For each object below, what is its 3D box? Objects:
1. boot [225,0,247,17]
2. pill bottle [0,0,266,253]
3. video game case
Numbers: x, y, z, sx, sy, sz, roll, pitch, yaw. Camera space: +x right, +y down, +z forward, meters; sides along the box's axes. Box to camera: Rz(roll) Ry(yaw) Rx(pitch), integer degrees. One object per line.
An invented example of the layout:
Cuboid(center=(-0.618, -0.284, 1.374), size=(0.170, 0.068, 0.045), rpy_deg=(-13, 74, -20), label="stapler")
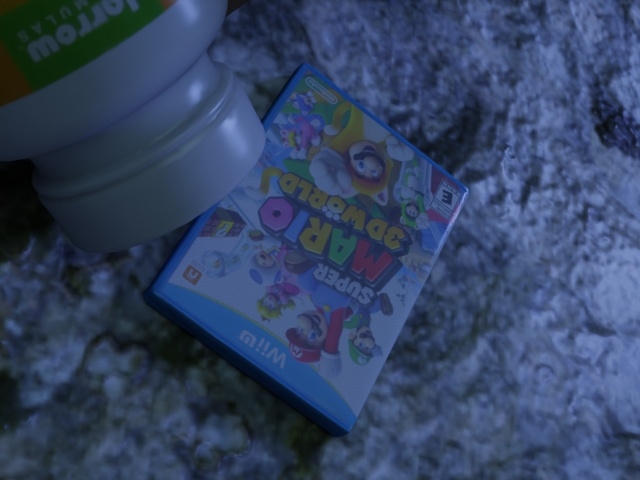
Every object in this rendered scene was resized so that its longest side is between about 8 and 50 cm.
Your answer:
Cuboid(center=(0.023, -0.169, 0.540), size=(0.236, 0.269, 0.089), rpy_deg=(48, 29, -24), label="boot")
Cuboid(center=(-0.121, -0.119, 0.462), size=(0.136, 0.136, 0.246), rpy_deg=(-50, 123, -34), label="pill bottle")
Cuboid(center=(0.000, 0.000, 0.590), size=(0.119, 0.015, 0.166), rpy_deg=(37, 57, -10), label="video game case")
